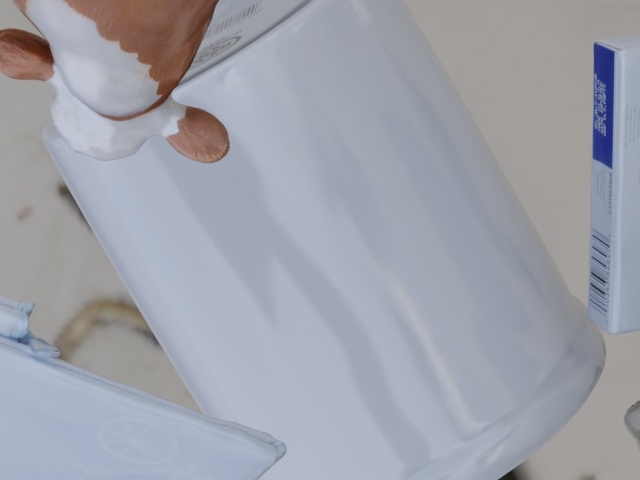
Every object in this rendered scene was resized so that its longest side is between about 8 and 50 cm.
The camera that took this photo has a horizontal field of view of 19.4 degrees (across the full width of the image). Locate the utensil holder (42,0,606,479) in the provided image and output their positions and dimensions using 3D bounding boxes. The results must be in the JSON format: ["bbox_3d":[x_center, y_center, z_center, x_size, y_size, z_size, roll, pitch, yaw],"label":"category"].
[{"bbox_3d":[0.000,0.000,1.519,0.327,0.327,0.385,-6,120,54],"label":"utensil holder"}]

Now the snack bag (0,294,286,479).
[{"bbox_3d":[-0.221,0.126,1.091,0.323,0.342,0.037,128,159,-47],"label":"snack bag"}]

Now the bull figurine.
[{"bbox_3d":[-0.078,-0.152,0.675,0.101,0.188,0.310,17,166,18],"label":"bull figurine"}]

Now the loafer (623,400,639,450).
[{"bbox_3d":[0.321,0.128,1.403,0.092,0.102,0.268,67,160,13],"label":"loafer"}]

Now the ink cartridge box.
[{"bbox_3d":[0.305,-0.054,1.393,0.045,0.224,0.223,-140,45,-61],"label":"ink cartridge box"}]
